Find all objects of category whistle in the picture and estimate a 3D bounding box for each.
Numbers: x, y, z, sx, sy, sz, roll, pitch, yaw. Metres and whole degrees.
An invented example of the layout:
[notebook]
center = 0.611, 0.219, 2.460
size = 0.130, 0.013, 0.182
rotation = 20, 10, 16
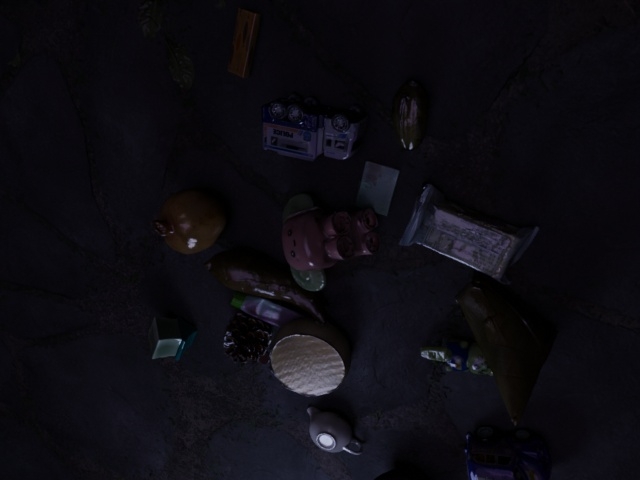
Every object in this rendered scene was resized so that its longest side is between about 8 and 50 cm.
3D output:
[whistle]
center = 0.393, 0.324, 1.465
size = 0.228, 0.085, 0.105
rotation = 2, 115, 23

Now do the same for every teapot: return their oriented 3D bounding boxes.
[teapot]
center = 0.041, 0.646, 1.741
size = 0.226, 0.092, 0.145
rotation = 34, 120, 5

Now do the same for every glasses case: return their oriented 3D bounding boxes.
[glasses case]
center = -0.204, -0.535, 1.420
size = 0.065, 0.041, 0.169
rotation = 29, 119, 24

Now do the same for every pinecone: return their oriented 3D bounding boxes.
[pinecone]
center = -0.243, 0.321, 1.690
size = 0.163, 0.165, 0.162
rotation = 6, 113, 14

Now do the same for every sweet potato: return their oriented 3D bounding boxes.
[sweet potato]
center = -0.160, 0.130, 1.610
size = 0.423, 0.130, 0.130
rotation = 22, 117, 8

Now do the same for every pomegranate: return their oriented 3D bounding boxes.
[pomegranate]
center = -0.389, -0.058, 1.596
size = 0.207, 0.207, 0.207
rotation = 8, 112, 20

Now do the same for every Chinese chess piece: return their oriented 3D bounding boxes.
[Chinese chess piece]
center = -0.032, 0.362, 1.629
size = 0.257, 0.104, 0.257
rotation = 6, 117, 11

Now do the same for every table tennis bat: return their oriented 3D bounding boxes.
[table tennis bat]
center = -0.207, 0.408, 1.799
size = 0.083, 0.007, 0.050
rotation = -36, 93, 28

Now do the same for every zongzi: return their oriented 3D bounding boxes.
[zongzi]
center = 0.432, 0.261, 1.306
size = 0.274, 0.300, 0.145
rotation = 40, 139, 4

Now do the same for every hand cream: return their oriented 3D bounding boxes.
[hand cream]
center = -0.150, 0.231, 1.658
size = 0.275, 0.050, 0.079
rotation = 24, 146, -8

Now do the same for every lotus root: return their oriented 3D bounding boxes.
[lotus root]
center = 0.221, -0.312, 1.298
size = 0.089, 0.080, 0.179
rotation = 3, 115, 8

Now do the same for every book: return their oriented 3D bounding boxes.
[book]
center = 0.152, -0.143, 1.429
size = 0.103, 0.017, 0.135
rotation = 20, 116, 15

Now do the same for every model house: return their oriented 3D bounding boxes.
[model house]
center = -0.519, 0.343, 1.845
size = 0.100, 0.149, 0.127
rotation = -65, 35, 30

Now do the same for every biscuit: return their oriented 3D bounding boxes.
[biscuit]
center = 0.377, -0.015, 1.347
size = 0.309, 0.079, 0.186
rotation = 23, 115, 14

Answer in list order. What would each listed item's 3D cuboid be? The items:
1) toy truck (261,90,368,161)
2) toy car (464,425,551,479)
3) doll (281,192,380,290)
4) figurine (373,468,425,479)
[toy truck]
center = -0.016, -0.291, 1.387
size = 0.268, 0.124, 0.155
rotation = 16, 122, 19
[toy car]
center = 0.530, 0.648, 1.488
size = 0.235, 0.158, 0.172
rotation = -8, 106, 26
[doll]
center = 0.000, 0.000, 1.476
size = 0.268, 0.216, 0.284
rotation = -8, 90, 51
[figurine]
center = 0.235, 0.907, 1.686
size = 0.218, 0.206, 0.364
rotation = 22, 118, 24
